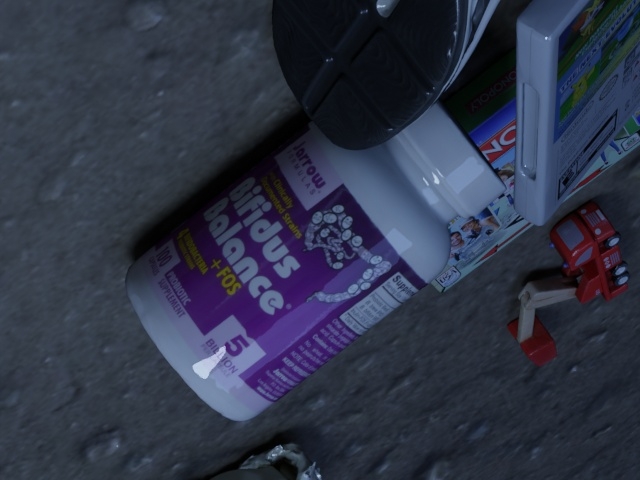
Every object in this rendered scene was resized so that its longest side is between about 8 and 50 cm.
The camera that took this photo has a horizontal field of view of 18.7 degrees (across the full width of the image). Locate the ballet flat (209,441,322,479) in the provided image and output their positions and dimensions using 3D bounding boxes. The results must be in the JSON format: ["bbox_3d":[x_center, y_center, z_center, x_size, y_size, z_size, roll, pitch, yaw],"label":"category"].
[{"bbox_3d":[-0.159,0.319,1.942,0.409,0.147,0.147,-30,151,-31],"label":"ballet flat"}]

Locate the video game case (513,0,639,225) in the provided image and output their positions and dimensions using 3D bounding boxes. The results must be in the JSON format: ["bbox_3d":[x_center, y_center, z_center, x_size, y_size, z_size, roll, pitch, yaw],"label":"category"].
[{"bbox_3d":[0.260,-0.201,1.553,0.329,0.036,0.300,-50,160,-18],"label":"video game case"}]

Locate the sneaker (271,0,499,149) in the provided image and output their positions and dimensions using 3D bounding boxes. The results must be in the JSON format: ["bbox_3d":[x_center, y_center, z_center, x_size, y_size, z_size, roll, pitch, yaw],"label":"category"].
[{"bbox_3d":[0.143,-0.243,1.421,0.257,0.169,0.447,-26,161,-35],"label":"sneaker"}]

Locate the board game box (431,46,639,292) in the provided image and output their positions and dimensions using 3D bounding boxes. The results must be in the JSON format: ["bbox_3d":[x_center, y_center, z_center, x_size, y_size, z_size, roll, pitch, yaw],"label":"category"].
[{"bbox_3d":[0.191,-0.095,1.788,0.317,0.046,0.213,-38,150,6],"label":"board game box"}]

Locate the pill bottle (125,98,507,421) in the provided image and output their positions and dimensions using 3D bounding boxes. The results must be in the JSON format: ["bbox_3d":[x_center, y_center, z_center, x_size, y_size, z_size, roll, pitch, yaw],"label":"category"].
[{"bbox_3d":[0.000,0.000,1.620,0.301,0.169,0.169,-39,149,6],"label":"pill bottle"}]

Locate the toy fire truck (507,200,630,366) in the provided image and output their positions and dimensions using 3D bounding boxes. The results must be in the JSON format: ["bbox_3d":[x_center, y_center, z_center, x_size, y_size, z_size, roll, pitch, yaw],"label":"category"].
[{"bbox_3d":[0.255,0.047,2.043,0.135,0.047,0.192,-31,148,-2],"label":"toy fire truck"}]
